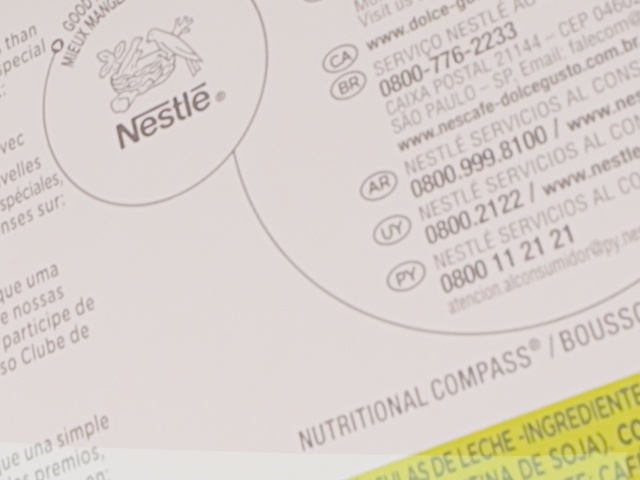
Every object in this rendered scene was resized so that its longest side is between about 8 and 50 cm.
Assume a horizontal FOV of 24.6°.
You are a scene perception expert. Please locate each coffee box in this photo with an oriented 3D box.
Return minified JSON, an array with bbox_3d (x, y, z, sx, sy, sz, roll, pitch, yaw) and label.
[{"bbox_3d":[0.049,0.093,0.479,0.338,0.337,0.334,-24,68,19],"label":"coffee box"}]
